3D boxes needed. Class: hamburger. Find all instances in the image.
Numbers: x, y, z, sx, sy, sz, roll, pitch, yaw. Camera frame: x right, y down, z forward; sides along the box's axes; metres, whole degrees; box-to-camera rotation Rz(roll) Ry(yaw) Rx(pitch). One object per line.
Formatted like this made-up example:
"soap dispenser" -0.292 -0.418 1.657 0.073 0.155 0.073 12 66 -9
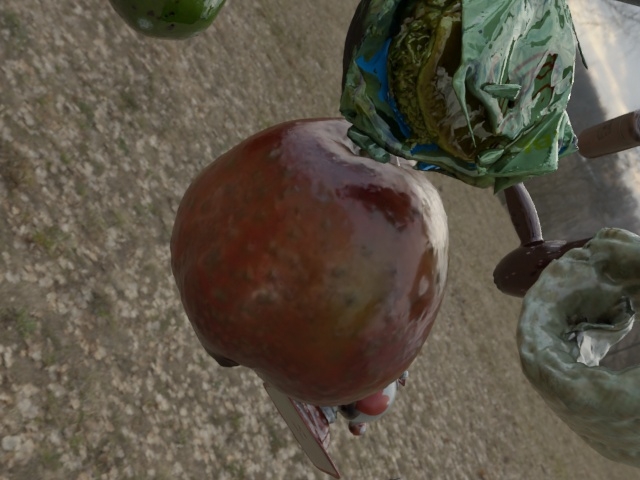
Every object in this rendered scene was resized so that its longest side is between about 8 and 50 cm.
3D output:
"hamburger" 0.161 -0.165 0.642 0.150 0.276 0.260 -137 -139 -57

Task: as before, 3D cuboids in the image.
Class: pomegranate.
"pomegranate" -0.200 -0.376 0.883 0.187 0.225 0.187 2 87 -35

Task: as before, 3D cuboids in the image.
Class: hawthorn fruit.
"hawthorn fruit" 0.000 0.000 0.889 0.403 0.403 0.403 48 26 -32

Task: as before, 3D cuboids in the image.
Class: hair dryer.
"hair dryer" 0.496 -0.056 1.431 0.123 0.312 0.340 2 67 -39

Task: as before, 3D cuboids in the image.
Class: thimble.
"thimble" 0.424 0.138 0.864 0.195 0.291 0.291 49 25 -31

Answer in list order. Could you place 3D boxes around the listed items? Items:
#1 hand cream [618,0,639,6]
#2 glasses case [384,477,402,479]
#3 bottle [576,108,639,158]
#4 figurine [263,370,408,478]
"hand cream" 0.398 -0.354 0.855 0.271 0.091 0.058 41 -2 46
"glasses case" -0.033 0.234 0.486 0.047 0.205 0.071 85 -4 -55
"bottle" 0.447 -0.159 0.972 0.053 0.053 0.140 60 -12 -3
"figurine" 0.051 0.262 1.122 0.183 0.226 0.160 57 -19 1
